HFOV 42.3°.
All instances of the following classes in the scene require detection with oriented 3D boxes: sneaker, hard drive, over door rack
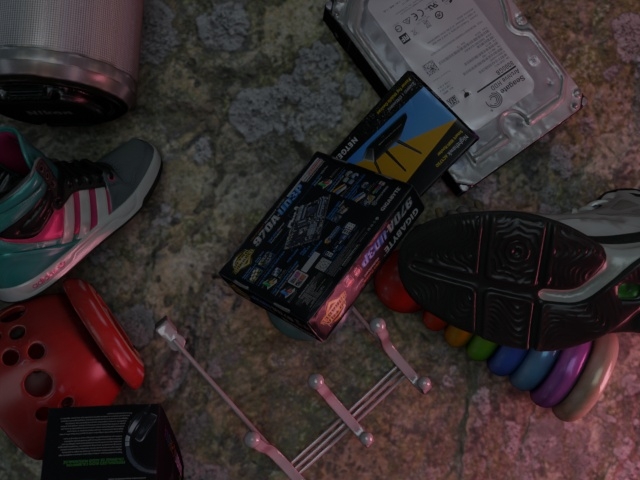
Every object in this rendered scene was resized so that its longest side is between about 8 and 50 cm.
[{"bbox_3d":[-0.336,-0.081,1.051,0.124,0.178,0.295,13,49,33],"label":"sneaker"},{"bbox_3d":[0.323,0.024,1.096,0.447,0.257,0.169,4,105,2],"label":"sneaker"},{"bbox_3d":[0.194,-0.264,1.204,0.237,0.064,0.339,-34,87,-7],"label":"hard drive"},{"bbox_3d":[-0.038,0.155,1.111,0.239,0.108,0.324,-41,86,-8],"label":"over door rack"}]

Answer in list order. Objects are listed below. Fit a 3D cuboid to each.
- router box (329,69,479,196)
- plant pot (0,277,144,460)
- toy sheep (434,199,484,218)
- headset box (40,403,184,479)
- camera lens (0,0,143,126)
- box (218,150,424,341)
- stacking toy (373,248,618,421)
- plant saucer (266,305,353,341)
[{"bbox_3d":[0.110,-0.125,1.147,0.133,0.046,0.179,46,110,7],"label":"router box"},{"bbox_3d":[-0.335,0.152,1.052,0.174,0.191,0.191,-34,86,-10],"label":"plant pot"},{"bbox_3d":[0.200,-0.008,1.160,0.132,0.091,0.091,-14,84,-2],"label":"toy sheep"},{"bbox_3d":[-0.238,0.366,0.956,0.131,0.246,0.283,-2,57,-3],"label":"headset box"},{"bbox_3d":[-0.347,-0.300,1.094,0.219,0.219,0.274,3,83,-3],"label":"camera lens"},{"bbox_3d":[0.000,0.000,1.050,0.175,0.051,0.220,24,70,41],"label":"box"},{"bbox_3d":[0.225,0.110,1.126,0.330,0.141,0.141,28,82,4],"label":"stacking toy"},{"bbox_3d":[-0.016,0.071,1.081,0.119,0.021,0.119,-2,70,5],"label":"plant saucer"}]
